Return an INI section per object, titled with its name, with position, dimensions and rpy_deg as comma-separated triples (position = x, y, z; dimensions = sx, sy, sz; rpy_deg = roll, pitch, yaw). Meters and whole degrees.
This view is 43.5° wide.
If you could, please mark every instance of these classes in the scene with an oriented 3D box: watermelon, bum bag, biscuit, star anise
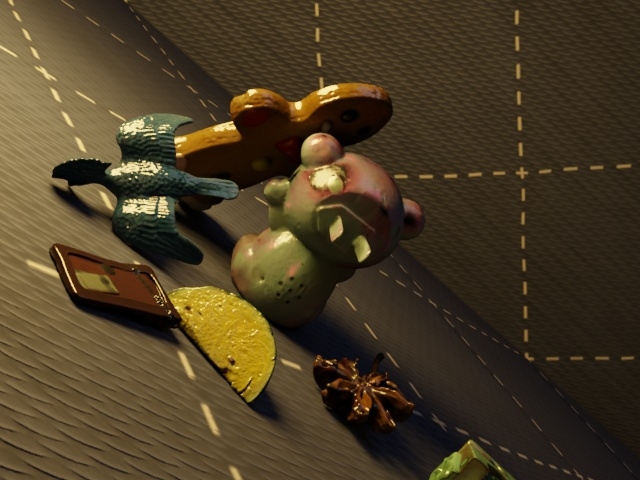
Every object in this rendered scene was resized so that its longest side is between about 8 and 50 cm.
[watermelon]
position = -0.113, 0.118, 1.045
dimensions = 0.181, 0.075, 0.092
rpy_deg = 47, 16, 17
[bum bag]
position = -0.248, 0.056, 0.970
dimensions = 0.159, 0.026, 0.109
rpy_deg = 21, 22, -47
[biscuit]
position = -0.085, -0.151, 1.329
dimensions = 0.283, 0.432, 0.064
rpy_deg = 41, 36, -63
[star anise]
position = 0.081, 0.233, 1.239
dimensions = 0.234, 0.073, 0.177
rpy_deg = 2, 30, -47

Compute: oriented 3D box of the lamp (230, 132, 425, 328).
[lamp]
position = 0.000, 0.000, 1.290
dimensions = 0.247, 0.301, 0.247
rpy_deg = 39, 15, -16

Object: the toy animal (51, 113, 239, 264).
[toy animal]
position = -0.247, -0.078, 1.166
dimensions = 0.176, 0.255, 0.239
rpy_deg = 113, -29, -77

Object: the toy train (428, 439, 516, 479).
[toy train]
position = 0.274, 0.420, 1.090
dimensions = 0.326, 0.129, 0.159
rpy_deg = 42, 5, 3
